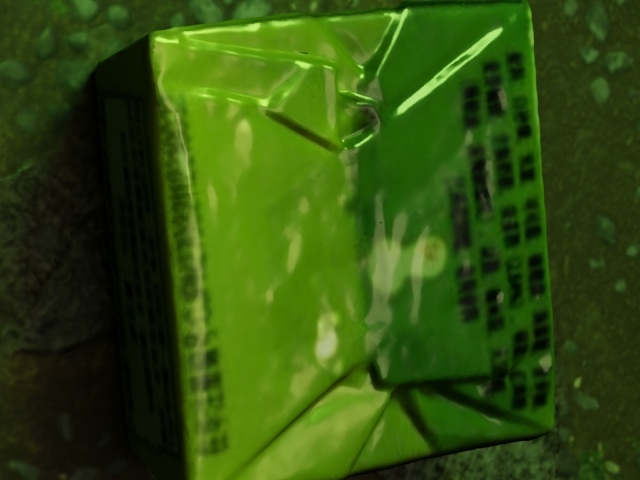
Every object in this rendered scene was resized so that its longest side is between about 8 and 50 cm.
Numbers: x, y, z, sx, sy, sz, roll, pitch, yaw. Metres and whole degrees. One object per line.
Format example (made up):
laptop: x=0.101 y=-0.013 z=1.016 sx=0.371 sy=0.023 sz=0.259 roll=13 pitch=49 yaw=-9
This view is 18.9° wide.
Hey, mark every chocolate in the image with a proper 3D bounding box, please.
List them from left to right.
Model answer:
chocolate: x=0.000 y=0.000 z=1.252 sx=0.288 sy=0.137 sz=0.301 roll=-9 pitch=99 yaw=-32
